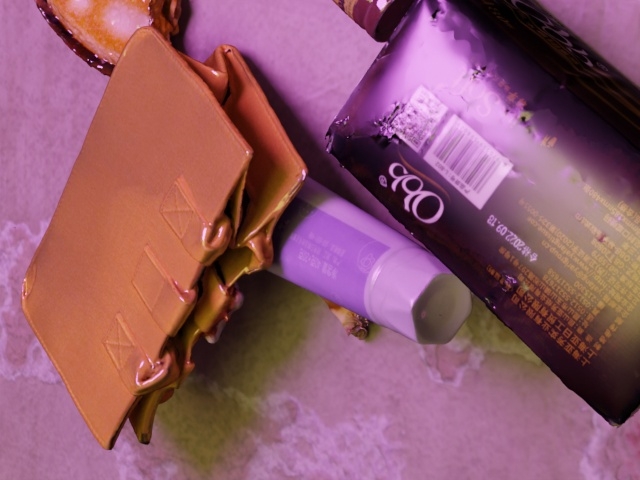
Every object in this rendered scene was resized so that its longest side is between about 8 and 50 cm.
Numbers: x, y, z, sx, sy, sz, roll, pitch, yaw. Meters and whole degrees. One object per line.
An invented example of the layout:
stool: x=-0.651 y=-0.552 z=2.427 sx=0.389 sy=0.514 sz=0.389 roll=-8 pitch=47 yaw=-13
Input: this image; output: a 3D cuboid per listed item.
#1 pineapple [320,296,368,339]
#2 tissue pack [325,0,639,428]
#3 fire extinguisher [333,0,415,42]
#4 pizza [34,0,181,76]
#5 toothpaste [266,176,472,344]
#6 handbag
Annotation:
pineapple: x=0.024 y=0.056 z=1.197 sx=0.114 sy=0.077 sz=0.114 roll=-12 pitch=104 yaw=39
tissue pack: x=0.197 y=-0.044 z=0.988 sx=0.370 sy=0.198 sz=0.210 roll=46 pitch=121 yaw=19
fire extinguisher: x=0.011 y=-0.314 z=1.158 sx=0.252 sy=0.106 sz=0.075 roll=47 pitch=157 yaw=20
pizza: x=-0.248 y=-0.336 z=1.309 sx=0.251 sy=0.074 sz=0.288 roll=21 pitch=108 yaw=29
toothpaste: x=0.000 y=0.000 z=1.135 sx=0.371 sy=0.080 sz=0.125 roll=28 pitch=95 yaw=48
handbag: x=-0.173 y=0.002 z=1.232 sx=0.401 sy=0.133 sz=0.283 roll=-59 pitch=41 yaw=25
